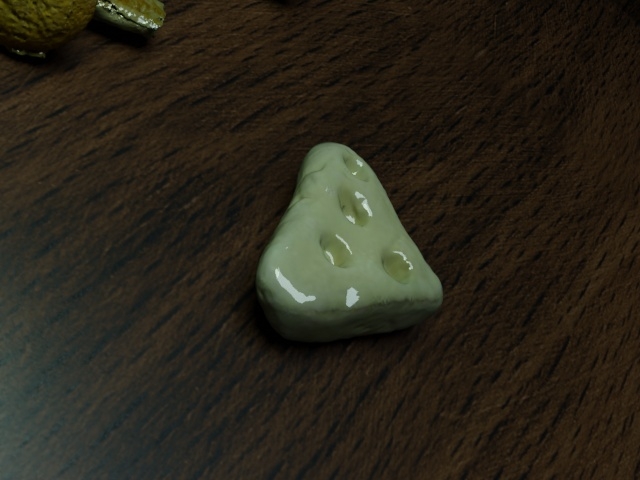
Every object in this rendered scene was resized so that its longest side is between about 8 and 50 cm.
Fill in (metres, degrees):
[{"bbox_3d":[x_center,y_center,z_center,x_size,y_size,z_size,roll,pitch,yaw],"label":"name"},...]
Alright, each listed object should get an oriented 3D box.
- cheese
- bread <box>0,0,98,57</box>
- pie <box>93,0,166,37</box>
[{"bbox_3d":[0.000,0.000,1.344,0.328,0.129,0.351,-12,65,-43],"label":"cheese"},{"bbox_3d":[-0.441,-0.405,1.278,0.240,0.240,0.139,27,34,-17],"label":"bread"},{"bbox_3d":[-0.400,-0.420,1.433,0.282,0.068,0.129,23,34,-18],"label":"pie"}]
